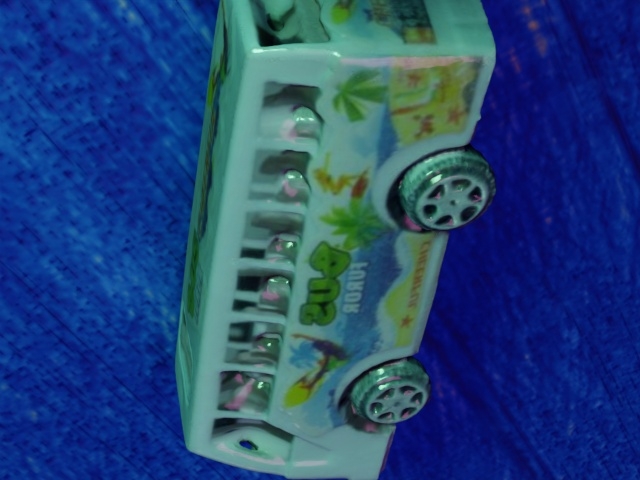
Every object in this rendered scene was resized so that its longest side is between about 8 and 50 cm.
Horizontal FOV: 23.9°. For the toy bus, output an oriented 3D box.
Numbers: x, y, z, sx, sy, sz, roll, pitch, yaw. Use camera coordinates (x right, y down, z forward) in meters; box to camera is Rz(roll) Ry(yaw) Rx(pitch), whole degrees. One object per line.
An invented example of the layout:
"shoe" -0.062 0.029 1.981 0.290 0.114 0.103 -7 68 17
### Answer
"toy bus" 0.000 0.000 0.808 0.136 0.109 0.329 -3 135 -14
